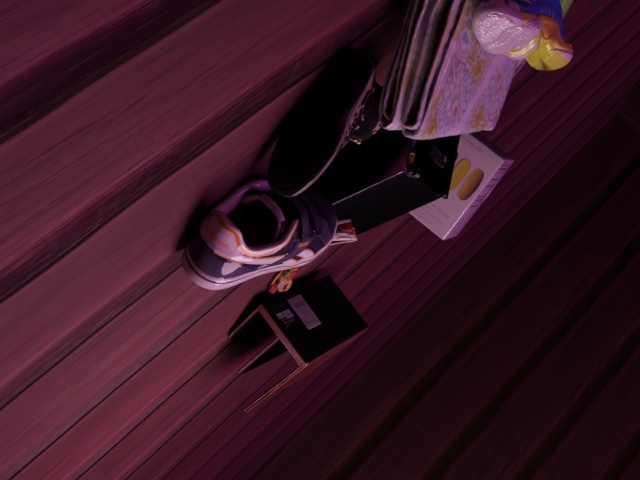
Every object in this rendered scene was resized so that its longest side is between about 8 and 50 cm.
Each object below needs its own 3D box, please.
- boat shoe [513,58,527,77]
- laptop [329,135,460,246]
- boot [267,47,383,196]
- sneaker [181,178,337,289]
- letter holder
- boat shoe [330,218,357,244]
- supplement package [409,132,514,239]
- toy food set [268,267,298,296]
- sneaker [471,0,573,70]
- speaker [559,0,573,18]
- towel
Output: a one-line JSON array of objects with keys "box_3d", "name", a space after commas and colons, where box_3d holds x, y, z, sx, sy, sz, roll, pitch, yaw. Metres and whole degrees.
[{"box_3d": [0.393, -0.389, 1.791, 0.219, 0.070, 0.078, -52, 166, 4], "name": "boat shoe"}, {"box_3d": [0.115, -0.176, 1.649, 0.382, 0.236, 0.408, 13, 89, -73], "name": "laptop"}, {"box_3d": [0.023, -0.159, 1.296, 0.236, 0.085, 0.178, -58, 163, 4], "name": "boot"}, {"box_3d": [-0.062, -0.026, 1.323, 0.321, 0.126, 0.127, -28, 160, -49], "name": "sneaker"}, {"box_3d": [-0.072, 0.221, 1.832, 0.214, 0.152, 0.302, -43, 169, 26], "name": "letter holder"}, {"box_3d": [0.000, 0.000, 1.603, 0.137, 0.043, 0.049, -18, 171, -1], "name": "boat shoe"}, {"box_3d": [0.339, -0.140, 2.108, 0.244, 0.139, 0.134, -55, 164, 18], "name": "supplement package"}, {"box_3d": [-0.074, 0.079, 1.730, 0.083, 0.020, 0.082, -55, 163, 24], "name": "toy food set"}, {"box_3d": [0.299, -0.343, 1.296, 0.091, 0.126, 0.240, -13, 164, 36], "name": "sneaker"}, {"box_3d": [0.415, -0.479, 1.541, 0.131, 0.131, 0.296, -37, 161, -36], "name": "speaker"}, {"box_3d": [0.237, -0.327, 1.367, 0.374, 0.090, 0.320, -17, 129, -56], "name": "towel"}]
